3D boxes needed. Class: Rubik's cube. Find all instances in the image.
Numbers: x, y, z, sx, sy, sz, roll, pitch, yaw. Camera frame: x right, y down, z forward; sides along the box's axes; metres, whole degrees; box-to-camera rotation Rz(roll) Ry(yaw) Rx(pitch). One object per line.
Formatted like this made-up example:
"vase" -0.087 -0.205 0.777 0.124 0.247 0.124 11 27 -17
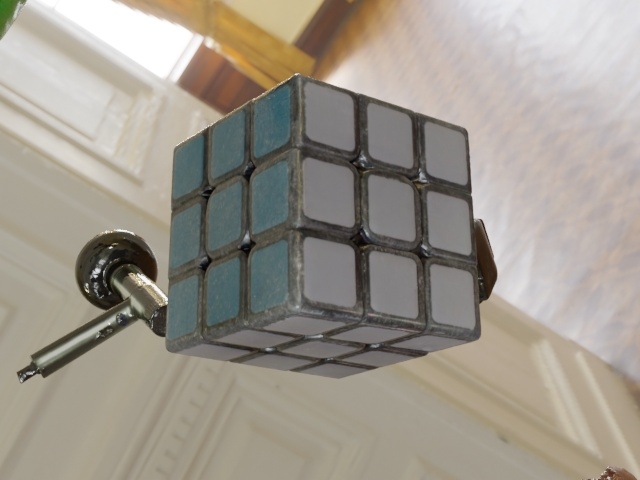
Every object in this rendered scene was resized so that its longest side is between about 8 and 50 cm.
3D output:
"Rubik's cube" 0.000 0.000 1.430 0.305 0.303 0.301 -25 59 50

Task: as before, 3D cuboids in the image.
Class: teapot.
"teapot" 0.217 0.015 1.635 0.087 0.177 0.096 -1 33 37

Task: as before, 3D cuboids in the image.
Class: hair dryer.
"hair dryer" -0.400 0.111 1.900 0.320 0.284 0.156 -135 35 -66

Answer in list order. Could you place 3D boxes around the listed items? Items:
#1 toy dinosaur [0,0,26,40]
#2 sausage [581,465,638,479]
"toy dinosaur" -0.385 -0.347 1.462 0.500 0.144 0.375 -44 -31 -38
"sausage" 0.253 0.345 0.985 0.078 0.078 0.304 -36 29 52
